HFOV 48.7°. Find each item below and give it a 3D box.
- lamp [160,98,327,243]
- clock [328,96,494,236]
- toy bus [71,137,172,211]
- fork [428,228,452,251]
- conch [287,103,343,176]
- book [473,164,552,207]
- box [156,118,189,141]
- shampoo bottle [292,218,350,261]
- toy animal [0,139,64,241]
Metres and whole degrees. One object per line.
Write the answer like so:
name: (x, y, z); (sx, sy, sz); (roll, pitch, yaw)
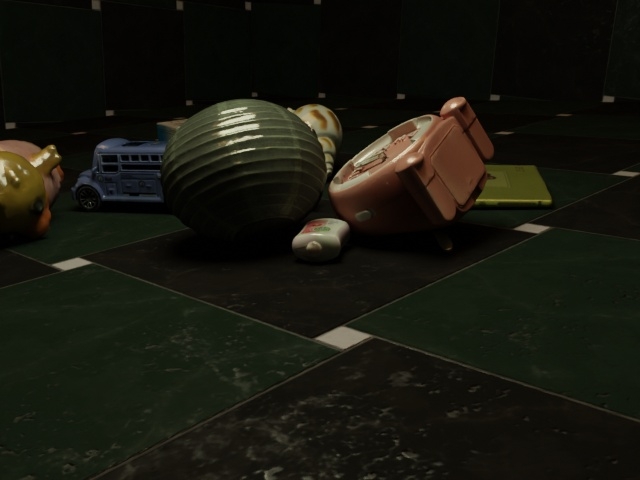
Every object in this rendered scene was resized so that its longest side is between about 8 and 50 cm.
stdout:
lamp: (-0.114, -0.112, 1.096); (0.265, 0.233, 0.233); (-13, 17, -9)
clock: (0.125, -0.087, 1.106); (0.241, 0.142, 0.227); (-18, 24, 43)
toy bus: (-0.339, -0.131, 1.375); (0.292, 0.133, 0.125); (3, 17, 18)
fork: (0.171, -0.021, 1.115); (0.034, 0.028, 0.219); (2, 19, -10)
conch: (-0.030, -0.228, 1.648); (0.149, 0.183, 0.275); (37, 16, -17)
book: (0.246, -0.103, 1.355); (0.352, 0.035, 0.239); (2, 20, 9)
box: (-0.414, -0.335, 2.217); (0.139, 0.073, 0.194); (-12, 18, -29)
shampoo bottle: (0.000, 0.000, 1.022); (0.072, 0.043, 0.099); (0, 16, 13)
toy animal: (-0.535, -0.089, 1.217); (0.195, 0.169, 0.281); (-46, 25, 3)
